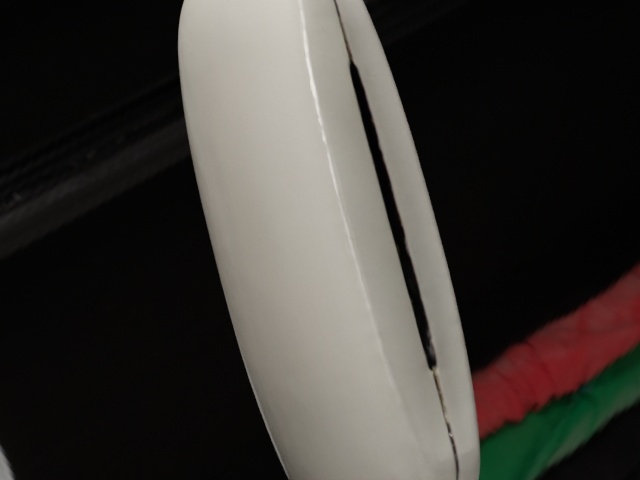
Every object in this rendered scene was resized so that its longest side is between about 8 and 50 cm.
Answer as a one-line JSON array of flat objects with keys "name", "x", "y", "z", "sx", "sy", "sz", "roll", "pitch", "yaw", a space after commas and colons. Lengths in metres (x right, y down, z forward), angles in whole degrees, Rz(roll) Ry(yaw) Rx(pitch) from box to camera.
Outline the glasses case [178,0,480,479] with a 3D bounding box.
[{"name": "glasses case", "x": 0.000, "y": 0.000, "z": 0.386, "sx": 0.049, "sy": 0.074, "sz": 0.193, "roll": -14, "pitch": -94, "yaw": -37}]
